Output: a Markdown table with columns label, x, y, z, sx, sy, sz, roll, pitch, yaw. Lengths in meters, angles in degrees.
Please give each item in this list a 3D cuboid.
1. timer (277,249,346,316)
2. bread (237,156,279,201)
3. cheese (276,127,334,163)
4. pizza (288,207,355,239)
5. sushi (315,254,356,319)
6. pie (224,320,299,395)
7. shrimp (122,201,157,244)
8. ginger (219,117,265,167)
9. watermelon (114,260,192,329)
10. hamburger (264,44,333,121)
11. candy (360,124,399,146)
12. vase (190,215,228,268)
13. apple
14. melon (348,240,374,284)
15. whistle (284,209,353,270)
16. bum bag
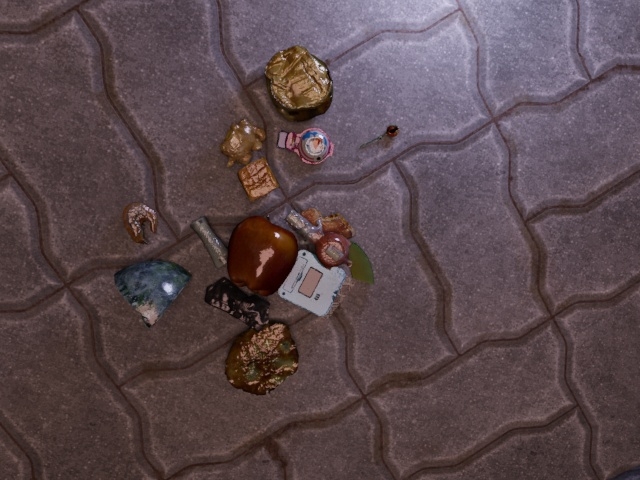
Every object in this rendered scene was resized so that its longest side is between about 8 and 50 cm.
| label | x | y | z | sx | sy | sz | roll | pitch | yaw |
| --- | --- | --- | --- | --- | --- | --- | --- | --- | --- |
| timer | -0.040 | 0.183 | 1.974 | 0.250 | 0.091 | 0.232 | 29 | 86 | -6 |
| bread | -0.259 | -0.254 | 1.873 | 0.149 | 0.158 | 0.143 | -29 | 99 | -7 |
| cheese | -0.062 | -0.408 | 1.922 | 0.244 | 0.062 | 0.155 | 11 | 98 | -8 |
| pizza | 0.007 | -0.067 | 1.967 | 0.305 | 0.085 | 0.161 | 13 | 118 | -7 |
| sushi | 0.010 | 0.213 | 2.024 | 0.231 | 0.047 | 0.219 | 37 | 92 | -10 |
| pie | -0.257 | 0.518 | 2.004 | 0.354 | 0.103 | 0.288 | -39 | 100 | -3 |
| shrimp | -0.748 | -0.069 | 1.887 | 0.132 | 0.051 | 0.187 | -17 | 97 | -4 |
| ginger | -0.332 | -0.396 | 1.871 | 0.157 | 0.102 | 0.216 | 33 | 88 | -37 |
| watermelon | -0.718 | 0.215 | 1.866 | 0.289 | 0.214 | 0.320 | 19 | 51 | -5 |
| hamburger | -0.083 | -0.637 | 1.855 | 0.265 | 0.134 | 0.285 | -19 | 94 | 3 |
| candy | 0.258 | -0.450 | 1.972 | 0.184 | 0.049 | 0.055 | -26 | 69 | 5 |
| vase | -0.462 | 0.005 | 1.917 | 0.096 | 0.096 | 0.219 | -33 | 98 | -2 |
| apple | -0.240 | 0.057 | 1.847 | 0.288 | 0.288 | 0.317 | 20 | 78 | -9 |
| melon | 0.160 | 0.088 | 2.003 | 0.114 | 0.053 | 0.262 | -15 | 118 | 24 |
| whistle | 0.001 | 0.000 | 1.888 | 0.346 | 0.134 | 0.142 | 39 | 114 | -8 |
| bum bag | -0.355 | 0.270 | 1.954 | 0.310 | 0.074 | 0.137 | 29 | 76 | 3 |
